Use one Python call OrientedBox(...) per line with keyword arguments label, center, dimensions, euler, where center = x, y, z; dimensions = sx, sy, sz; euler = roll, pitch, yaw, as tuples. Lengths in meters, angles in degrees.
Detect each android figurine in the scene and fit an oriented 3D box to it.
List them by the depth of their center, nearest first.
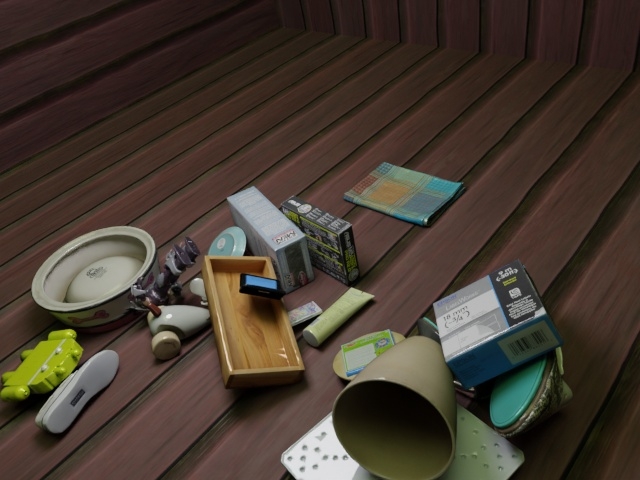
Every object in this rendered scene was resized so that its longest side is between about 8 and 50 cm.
OrientedBox(label="android figurine", center=(-0.797, 0.359, 1.619), dimensions=(0.272, 0.056, 0.248), euler=(-10, 35, 32))

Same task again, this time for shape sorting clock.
OrientedBox(label="shape sorting clock", center=(0.132, 0.303, 1.477), dimensions=(0.206, 0.040, 0.206), euler=(-18, 23, 8))

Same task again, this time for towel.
OrientedBox(label="towel", center=(0.303, -0.178, 2.066), dimensions=(0.370, 0.040, 0.271), euler=(22, 49, 36))

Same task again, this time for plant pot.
OrientedBox(label="plant pot", center=(0.194, 0.334, 1.240), dimensions=(0.256, 0.257, 0.274), euler=(7, 26, 22))

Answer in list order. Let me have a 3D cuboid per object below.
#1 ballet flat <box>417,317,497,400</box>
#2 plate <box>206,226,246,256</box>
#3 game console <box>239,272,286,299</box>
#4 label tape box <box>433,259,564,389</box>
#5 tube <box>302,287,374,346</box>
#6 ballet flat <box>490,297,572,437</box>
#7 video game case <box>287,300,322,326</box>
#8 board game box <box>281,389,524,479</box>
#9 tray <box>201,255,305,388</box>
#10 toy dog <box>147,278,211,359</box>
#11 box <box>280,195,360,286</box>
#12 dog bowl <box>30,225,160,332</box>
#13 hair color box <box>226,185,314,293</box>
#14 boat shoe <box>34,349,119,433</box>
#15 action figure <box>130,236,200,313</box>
OrientedBox(label="ballet flat", center=(0.323, 0.300, 1.428), dimensions=(0.096, 0.095, 0.280), euler=(-40, 45, -14))
OrientedBox(label="plate", center=(-0.327, 0.035, 1.899), dimensions=(0.188, 0.024, 0.188), euler=(-21, 55, 32))
OrientedBox(label="game console", center=(-0.163, 0.121, 1.587), dimensions=(0.122, 0.107, 0.071), euler=(11, 68, -14))
OrientedBox(label="label tape box", center=(0.400, 0.164, 1.347), dimensions=(0.240, 0.106, 0.334), euler=(-31, 22, 18))
OrientedBox(label="tube", center=(0.051, 0.215, 1.634), dimensions=(0.070, 0.062, 0.240), euler=(46, 55, 9))
OrientedBox(label="ballet flat", center=(0.506, 0.288, 1.328), dimensions=(0.164, 0.182, 0.483), euler=(-42, 15, 35))
OrientedBox(label="video game case", center=(-0.063, 0.220, 1.664), dimensions=(0.122, 0.011, 0.087), euler=(-23, 18, -13))
OrientedBox(label="board game box", center=(0.175, 0.495, 1.255), dimensions=(0.390, 0.050, 0.390), euler=(-34, 43, -25))
OrientedBox(label="tray", center=(-0.200, 0.214, 1.573), dimensions=(0.202, 0.076, 0.411), euler=(2, 44, -25))
OrientedBox(label="toy dog", center=(-0.382, 0.200, 1.677), dimensions=(0.333, 0.161, 0.220), euler=(-37, 45, -28))
OrientedBox(label="box", center=(0.000, 0.000, 1.781), dimensions=(0.060, 0.216, 0.270), euler=(-36, 43, -28))
OrientedBox(label="dog bowl", center=(-0.716, 0.133, 1.858), dimensions=(0.407, 0.151, 0.408), euler=(-8, 39, 6))
OrientedBox(label="hair color box", center=(-0.170, -0.010, 1.862), dimensions=(0.113, 0.186, 0.374), euler=(-26, 40, -18))
OrientedBox(label="boat shoe", center=(-0.671, 0.409, 1.555), dimensions=(0.088, 0.096, 0.268), euler=(-1, 42, 33))
OrientedBox(label="action figure", center=(-0.476, 0.126, 1.727), dimensions=(0.099, 0.285, 0.185), euler=(46, 23, 14))
